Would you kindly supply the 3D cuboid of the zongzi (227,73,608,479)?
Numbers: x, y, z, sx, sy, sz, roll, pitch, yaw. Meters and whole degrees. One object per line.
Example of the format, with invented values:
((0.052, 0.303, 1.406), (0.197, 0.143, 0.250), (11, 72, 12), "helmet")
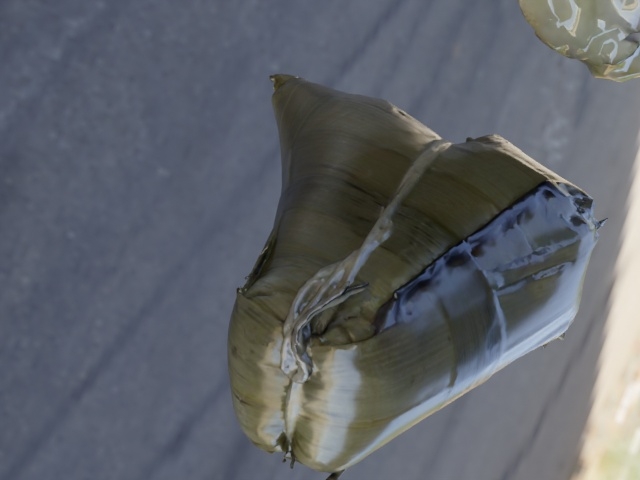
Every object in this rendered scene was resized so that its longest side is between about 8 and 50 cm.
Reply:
((0.000, 0.000, 0.848), (0.194, 0.197, 0.099), (-31, 144, -43), "zongzi")

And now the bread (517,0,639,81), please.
((0.196, -0.317, 0.944), (0.250, 0.361, 0.394), (-26, -167, 41), "bread")
